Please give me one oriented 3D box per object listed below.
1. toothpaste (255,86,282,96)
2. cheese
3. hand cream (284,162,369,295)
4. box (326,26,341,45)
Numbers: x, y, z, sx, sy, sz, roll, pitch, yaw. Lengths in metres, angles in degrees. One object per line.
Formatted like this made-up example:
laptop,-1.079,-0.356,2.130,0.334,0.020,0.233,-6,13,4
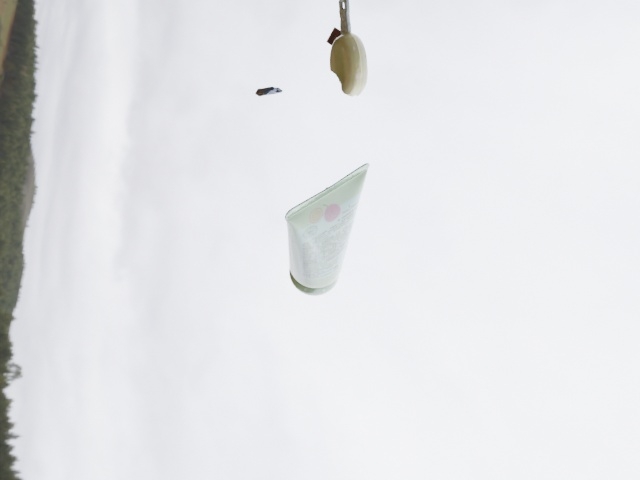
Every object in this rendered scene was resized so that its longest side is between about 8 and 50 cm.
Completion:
toothpaste,-0.120,-0.336,1.114,0.083,0.027,0.019,9,-96,47
cheese,0.085,-0.557,1.428,0.163,0.071,0.248,-124,-151,-45
hand cream,0.000,0.000,0.794,0.093,0.147,0.306,51,-21,18
box,0.060,-0.622,1.541,0.082,0.023,0.051,47,-66,32
